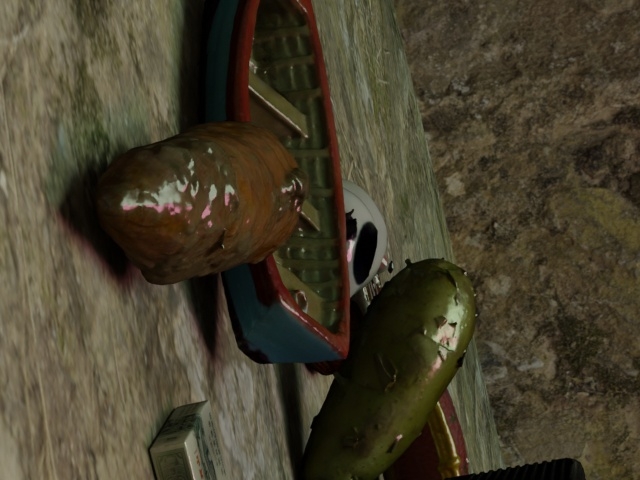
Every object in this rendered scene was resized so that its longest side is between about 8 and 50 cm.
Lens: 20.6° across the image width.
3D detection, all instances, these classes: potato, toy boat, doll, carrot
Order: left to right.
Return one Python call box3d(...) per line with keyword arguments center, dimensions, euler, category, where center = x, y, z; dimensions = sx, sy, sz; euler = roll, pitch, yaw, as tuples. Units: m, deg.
box3d(center=(-0.079, -0.025, 1.019), dimensions=(0.263, 0.102, 0.101), euler=(-10, 88, -78), category="carrot")
box3d(center=(-0.038, -0.080, 1.292), dimensions=(0.136, 0.079, 0.392), euler=(42, 30, -43), category="toy boat")
box3d(center=(-0.003, 0.001, 1.401), dimensions=(0.181, 0.107, 0.110), euler=(-23, 90, -84), category="doll")
box3d(center=(0.055, 0.113, 1.436), dimensions=(0.225, 0.090, 0.117), euler=(-60, -177, -15), category="potato")
box3d(center=(0.089, 0.206, 1.806), dimensions=(0.141, 0.099, 0.317), euler=(-15, -95, 57), category="toy boat")

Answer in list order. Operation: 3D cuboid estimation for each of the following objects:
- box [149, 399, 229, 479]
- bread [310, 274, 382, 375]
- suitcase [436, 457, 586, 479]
box3d(center=(-0.075, 0.130, 1.026), dimensions=(0.083, 0.024, 0.054), euler=(-62, 142, -77), category="box")
box3d(center=(0.016, 0.042, 1.580), dimensions=(0.160, 0.073, 0.160), euler=(-11, 90, -81), category="bread")
box3d(center=(0.111, 0.267, 1.376), dimensions=(0.335, 0.230, 0.152), euler=(-13, 93, -81), category="suitcase")
